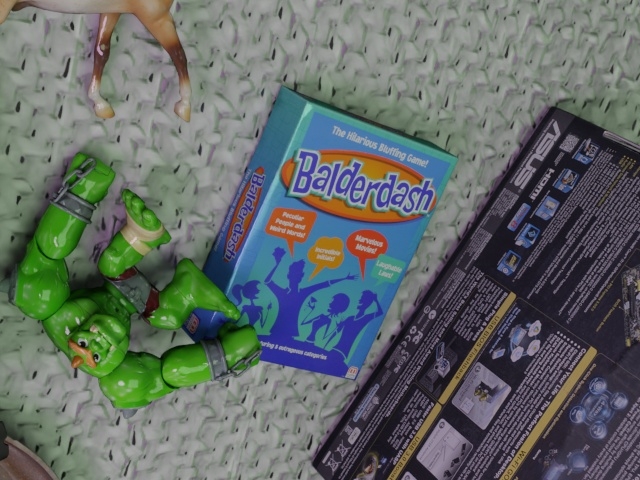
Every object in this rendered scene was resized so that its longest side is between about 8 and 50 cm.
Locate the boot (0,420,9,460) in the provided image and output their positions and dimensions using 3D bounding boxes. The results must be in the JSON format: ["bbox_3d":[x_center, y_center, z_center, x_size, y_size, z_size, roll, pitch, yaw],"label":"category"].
[{"bbox_3d":[-0.347,0.046,0.650,0.260,0.131,0.347,-27,106,-30],"label":"boot"}]

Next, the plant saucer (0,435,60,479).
[{"bbox_3d":[-0.333,0.255,0.872,0.311,0.050,0.310,-13,118,-26],"label":"plant saucer"}]

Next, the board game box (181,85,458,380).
[{"bbox_3d":[0.000,0.000,0.950,0.160,0.047,0.210,16,103,-35],"label":"board game box"}]

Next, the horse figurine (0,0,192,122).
[{"bbox_3d":[-0.174,-0.152,0.763,0.263,0.066,0.174,-10,123,-30],"label":"horse figurine"}]

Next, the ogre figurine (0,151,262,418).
[{"bbox_3d":[-0.141,0.046,0.856,0.118,0.097,0.197,-43,127,-8],"label":"ogre figurine"}]

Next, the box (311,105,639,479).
[{"bbox_3d":[0.198,0.116,0.956,0.097,0.318,0.394,31,94,-37],"label":"box"}]
